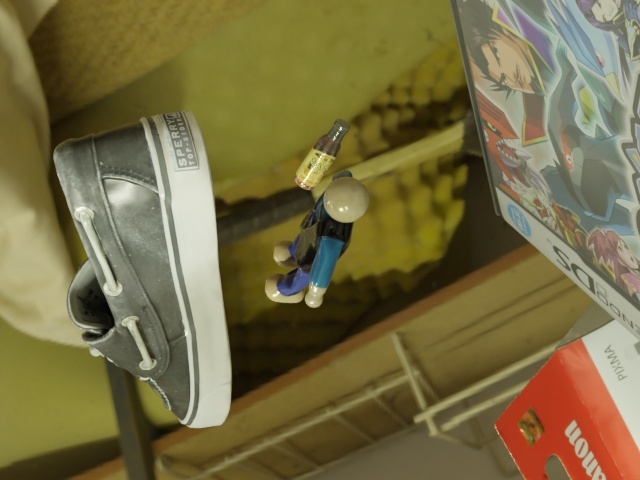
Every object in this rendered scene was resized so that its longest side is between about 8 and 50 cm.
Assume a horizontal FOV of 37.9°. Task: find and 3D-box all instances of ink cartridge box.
[{"bbox_3d":[0.251,0.132,0.697,0.066,0.189,0.232,-11,-155,51],"label":"ink cartridge box"}]

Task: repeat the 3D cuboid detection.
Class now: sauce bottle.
[{"bbox_3d":[0.003,-0.137,1.470,0.042,0.042,0.128,5,133,-36],"label":"sauce bottle"}]

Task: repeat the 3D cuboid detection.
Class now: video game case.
[{"bbox_3d":[0.150,-0.048,0.462,0.035,0.248,0.275,-31,135,-8],"label":"video game case"}]

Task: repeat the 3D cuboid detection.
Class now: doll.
[{"bbox_3d":[0.000,0.000,0.818,0.046,0.129,0.189,19,151,-12],"label":"doll"}]

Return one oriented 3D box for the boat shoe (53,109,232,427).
[{"bbox_3d":[-0.121,0.041,0.643,0.102,0.108,0.301,-12,144,-12],"label":"boat shoe"}]
